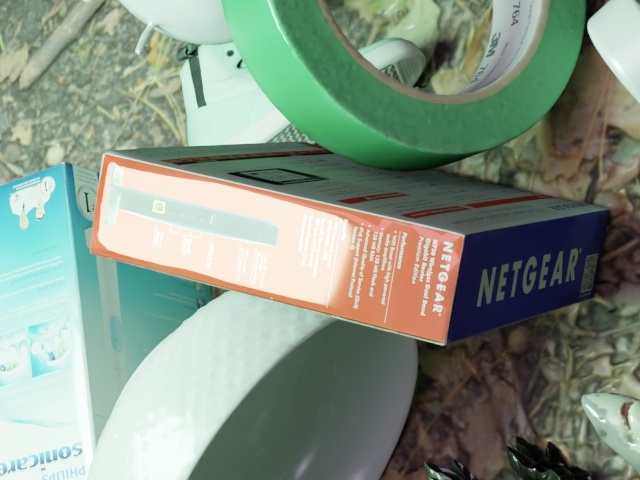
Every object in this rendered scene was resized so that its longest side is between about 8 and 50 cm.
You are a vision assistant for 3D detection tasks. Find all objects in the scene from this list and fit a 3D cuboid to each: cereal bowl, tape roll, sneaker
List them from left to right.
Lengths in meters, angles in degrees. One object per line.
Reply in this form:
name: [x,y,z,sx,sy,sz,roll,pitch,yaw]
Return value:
cereal bowl: [-0.076,0.167,1.444,0.141,0.339,0.339,32,98,27]
sneaker: [-0.030,-0.164,1.625,0.256,0.094,0.151,-26,66,24]
tape roll: [0.072,-0.221,1.441,0.077,0.321,0.321,-16,71,59]

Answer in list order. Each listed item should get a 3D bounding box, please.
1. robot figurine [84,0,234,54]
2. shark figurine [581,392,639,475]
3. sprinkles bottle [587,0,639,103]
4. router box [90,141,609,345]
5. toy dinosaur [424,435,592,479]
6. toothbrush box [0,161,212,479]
robot figurine: [-0.070,-0.322,1.590,0.353,0.200,0.300,-45,31,1]
shark figurine: [0.297,0.251,1.337,0.116,0.166,0.278,110,158,-50]
sprinkles bottle: [0.380,-0.239,1.367,0.355,0.121,0.121,-40,63,19]
router box: [0.034,-0.009,1.388,0.301,0.335,0.082,14,100,26]
toy dinosaur: [0.147,0.289,1.431,0.322,0.164,0.218,18,106,15]
toothbrush box: [-0.201,0.101,1.608,0.126,0.216,0.295,-18,72,27]
